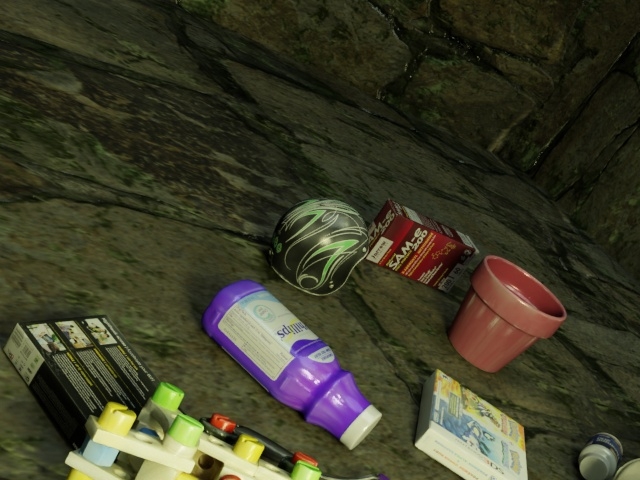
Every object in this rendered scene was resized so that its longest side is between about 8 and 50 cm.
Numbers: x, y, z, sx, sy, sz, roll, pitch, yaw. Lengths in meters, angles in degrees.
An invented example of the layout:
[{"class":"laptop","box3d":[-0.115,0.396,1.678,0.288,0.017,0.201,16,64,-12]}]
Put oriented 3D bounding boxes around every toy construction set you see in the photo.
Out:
[{"class":"toy construction set","box3d":[-0.088,0.263,0.831,0.328,0.151,0.215,41,-4,-3]}]

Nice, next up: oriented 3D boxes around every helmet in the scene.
[{"class":"helmet","box3d":[0.000,0.000,1.507,0.169,0.161,0.169,29,22,-13]}]

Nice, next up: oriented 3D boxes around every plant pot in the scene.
[{"class":"plant pot","box3d":[0.360,0.158,1.669,0.201,0.180,0.201,29,22,-13]}]

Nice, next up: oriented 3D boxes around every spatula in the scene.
[{"class":"spatula","box3d":[0.014,0.287,1.029,0.297,0.030,0.084,20,-3,2]}]

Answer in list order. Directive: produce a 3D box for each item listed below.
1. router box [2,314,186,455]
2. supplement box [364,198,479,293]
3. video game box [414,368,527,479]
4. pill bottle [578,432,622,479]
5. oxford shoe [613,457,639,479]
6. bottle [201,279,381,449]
[{"class":"router box","box3d":[-0.256,0.163,0.945,0.179,0.046,0.133,45,23,25]},{"class":"supplement box","box3d":[0.217,0.015,1.838,0.240,0.130,0.073,22,25,-27]},{"class":"video game box","box3d":[0.248,0.319,1.350,0.187,0.048,0.205,36,21,-2]},{"class":"pill bottle","box3d":[0.515,0.403,1.528,0.067,0.067,0.120,42,22,18]},{"class":"oxford shoe","box3d":[0.479,0.456,1.136,0.130,0.169,0.449,63,25,-23]},{"class":"bottle","box3d":[-0.039,0.174,1.173,0.283,0.092,0.118,41,21,17]}]
